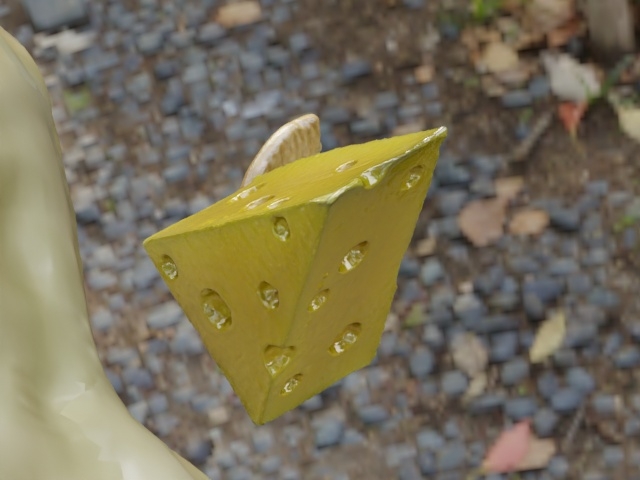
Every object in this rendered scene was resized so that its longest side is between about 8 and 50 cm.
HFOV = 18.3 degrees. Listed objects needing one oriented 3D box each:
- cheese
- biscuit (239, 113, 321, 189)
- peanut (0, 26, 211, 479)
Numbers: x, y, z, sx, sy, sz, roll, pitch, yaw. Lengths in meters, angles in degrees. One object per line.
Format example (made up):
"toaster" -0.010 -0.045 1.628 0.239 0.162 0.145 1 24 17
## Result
"cheese" 0.000 0.000 1.048 0.093 0.171 0.126 -28 81 -36
"biscuit" -0.029 0.015 1.711 0.033 0.224 0.144 6 26 40
"peanut" -0.086 0.070 0.391 0.152 0.152 0.313 -19 67 -6
